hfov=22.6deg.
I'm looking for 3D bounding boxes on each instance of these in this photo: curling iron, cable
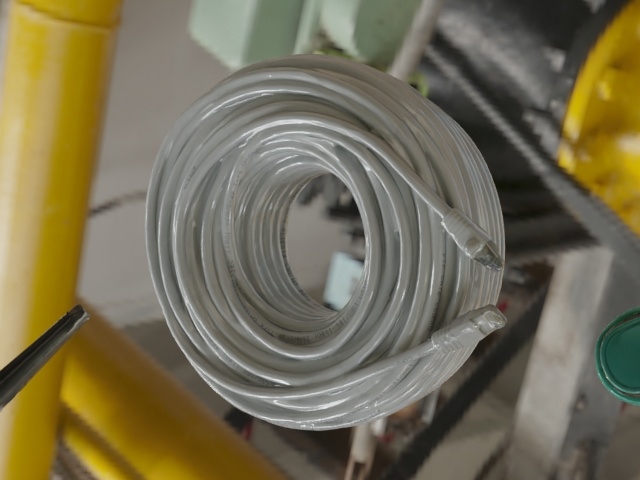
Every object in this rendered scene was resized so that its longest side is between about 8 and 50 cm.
[{"bbox_3d":[-0.331,0.151,1.516,0.068,0.274,0.035,51,179,22],"label":"curling iron"},{"bbox_3d":[0.000,0.000,1.096,0.089,0.257,0.257,-9,-115,-56],"label":"cable"}]

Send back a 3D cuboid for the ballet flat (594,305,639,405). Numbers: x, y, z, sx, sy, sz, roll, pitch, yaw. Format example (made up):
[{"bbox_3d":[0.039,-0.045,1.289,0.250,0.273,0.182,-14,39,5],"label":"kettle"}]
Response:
[{"bbox_3d":[0.297,0.044,1.027,0.247,0.083,0.087,-20,170,17],"label":"ballet flat"}]
